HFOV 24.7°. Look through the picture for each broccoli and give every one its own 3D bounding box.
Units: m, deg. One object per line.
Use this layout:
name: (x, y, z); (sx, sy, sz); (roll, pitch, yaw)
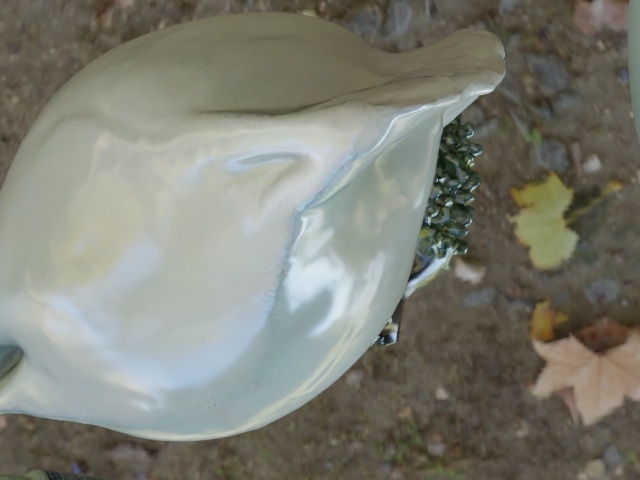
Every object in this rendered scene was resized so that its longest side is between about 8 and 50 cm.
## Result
broccoli: (0.000, 0.000, 1.158); (0.262, 0.247, 0.243); (-13, 147, -4)

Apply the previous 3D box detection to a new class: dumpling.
dumpling: (-0.028, -0.012, 0.468); (0.229, 0.151, 0.124); (-24, 105, 36)

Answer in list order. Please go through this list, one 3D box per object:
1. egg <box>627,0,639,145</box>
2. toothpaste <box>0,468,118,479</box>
egg: (0.361, -0.125, 1.157); (0.229, 0.230, 0.371); (-17, 106, 8)
toothpaste: (-0.168, 0.208, 1.158); (0.216, 0.062, 0.037); (17, 106, -43)
